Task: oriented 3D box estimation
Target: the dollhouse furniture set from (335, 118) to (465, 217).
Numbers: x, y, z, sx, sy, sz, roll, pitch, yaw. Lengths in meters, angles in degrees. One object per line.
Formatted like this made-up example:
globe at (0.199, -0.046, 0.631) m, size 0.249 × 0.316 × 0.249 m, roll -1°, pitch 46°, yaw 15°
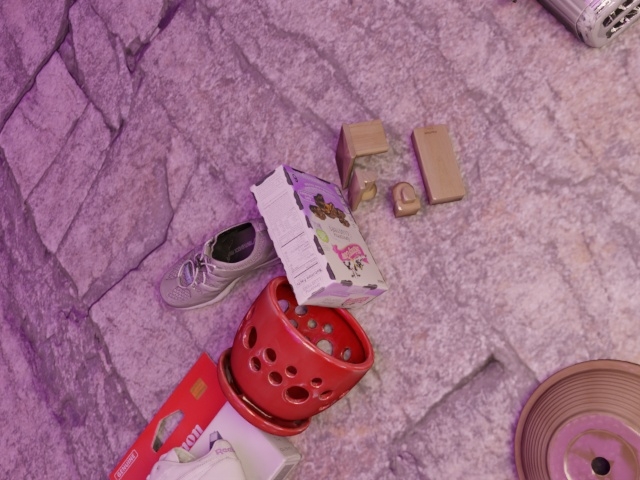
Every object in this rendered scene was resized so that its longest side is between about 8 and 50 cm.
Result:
dollhouse furniture set at (0.115, -0.100, 1.075) m, size 0.151 × 0.123 × 0.144 m, roll -11°, pitch 73°, yaw -8°

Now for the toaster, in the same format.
toaster at (0.367, -0.359, 0.918) m, size 0.227 × 0.129 × 0.146 m, roll -41°, pitch 67°, yaw 16°

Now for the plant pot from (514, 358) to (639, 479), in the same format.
plant pot at (0.340, 0.260, 0.837) m, size 0.237 × 0.109 × 0.238 m, roll -6°, pitch 77°, yaw 29°

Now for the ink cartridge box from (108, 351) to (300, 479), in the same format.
ink cartridge box at (-0.214, 0.373, 1.146) m, size 0.261 × 0.066 × 0.296 m, roll 40°, pitch 96°, yaw 28°

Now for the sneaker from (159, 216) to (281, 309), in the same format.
sneaker at (-0.173, 0.026, 1.167) m, size 0.281 × 0.115 × 0.105 m, roll -31°, pitch 68°, yaw 22°

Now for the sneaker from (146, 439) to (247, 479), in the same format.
sneaker at (-0.234, 0.409, 1.064) m, size 0.305 × 0.114 × 0.152 m, roll -29°, pitch 55°, yaw 12°

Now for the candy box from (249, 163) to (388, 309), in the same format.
candy box at (0.000, 0.000, 1.044) m, size 0.070 × 0.164 × 0.196 m, roll -34°, pitch 67°, yaw 23°

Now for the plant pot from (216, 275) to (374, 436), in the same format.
plant pot at (-0.045, 0.175, 1.027) m, size 0.174 × 0.191 × 0.191 m, roll -51°, pitch 62°, yaw 16°
